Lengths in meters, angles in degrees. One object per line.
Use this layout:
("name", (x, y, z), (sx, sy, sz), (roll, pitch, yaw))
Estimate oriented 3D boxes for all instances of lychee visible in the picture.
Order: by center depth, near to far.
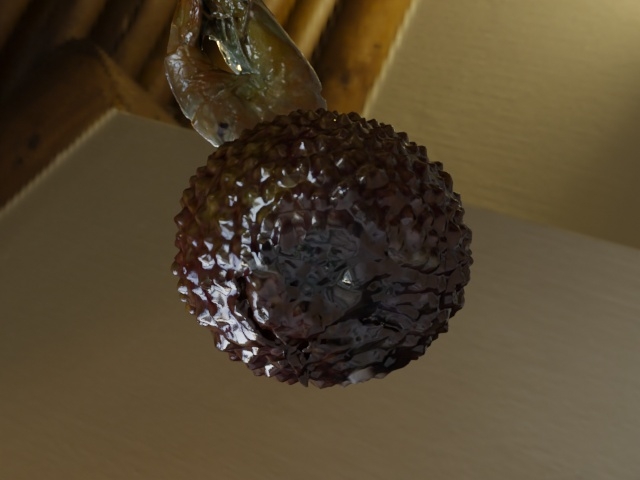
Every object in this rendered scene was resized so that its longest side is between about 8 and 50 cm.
("lychee", (0.000, 0.000, 0.848), (0.188, 0.188, 0.188), (-18, -64, -42))

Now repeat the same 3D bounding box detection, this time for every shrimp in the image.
("shrimp", (-0.089, -0.186, 1.333), (0.145, 0.061, 0.267), (-16, -106, -24))
